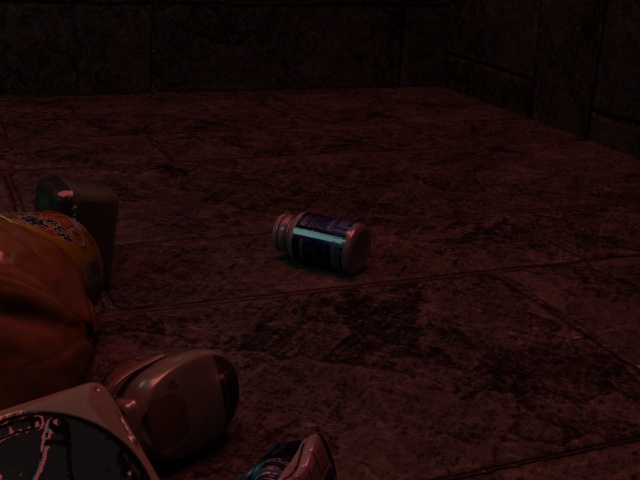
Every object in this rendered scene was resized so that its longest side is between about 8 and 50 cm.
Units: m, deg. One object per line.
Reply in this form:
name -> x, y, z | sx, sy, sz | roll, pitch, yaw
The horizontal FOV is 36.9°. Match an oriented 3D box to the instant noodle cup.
instant noodle cup -> -0.491, 0.061, 1.555 | 0.264, 0.264, 0.200 | 9, 13, 17

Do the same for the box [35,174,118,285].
box -> -0.466, -0.012, 1.815 | 0.129, 0.210, 0.148 | 0, 18, -32

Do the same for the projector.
projector -> -0.289, 0.290, 1.007 | 0.259, 0.079, 0.257 | -15, 58, -40

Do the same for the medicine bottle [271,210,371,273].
medicine bottle -> 0.000, 0.000, 1.995 | 0.192, 0.107, 0.107 | 13, 22, 26

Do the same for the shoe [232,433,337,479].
shoe -> -0.058, 0.312, 1.154 | 0.106, 0.091, 0.207 | -13, 16, 26

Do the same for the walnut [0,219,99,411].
walnut -> -0.468, 0.139, 1.211 | 0.381, 0.381, 0.381 | 3, 19, -1

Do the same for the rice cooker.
rice cooker -> -0.208, 0.219, 1.292 | 0.206, 0.145, 0.127 | -17, 15, -37
